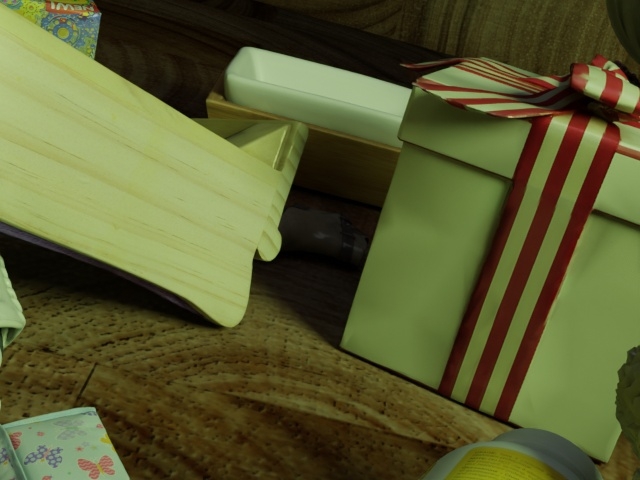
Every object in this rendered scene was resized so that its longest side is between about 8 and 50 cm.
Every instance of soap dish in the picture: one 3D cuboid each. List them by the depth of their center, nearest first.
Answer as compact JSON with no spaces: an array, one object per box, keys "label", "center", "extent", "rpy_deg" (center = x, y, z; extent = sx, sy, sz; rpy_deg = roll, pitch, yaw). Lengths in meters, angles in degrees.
[{"label":"soap dish","center":[0.010,-0.137,1.042],"extent":[0.291,0.118,0.229],"rpy_deg":[15,22,-5]}]

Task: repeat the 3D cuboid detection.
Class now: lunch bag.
[{"label":"lunch bag","center":[-0.137,0.120,0.397],"extent":[0.083,0.053,0.071],"rpy_deg":[-8,29,-28]}]

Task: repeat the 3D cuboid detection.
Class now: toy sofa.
[{"label":"toy sofa","center":[-0.187,-0.073,0.583],"extent":[0.150,0.177,0.363],"rpy_deg":[8,-13,41]}]

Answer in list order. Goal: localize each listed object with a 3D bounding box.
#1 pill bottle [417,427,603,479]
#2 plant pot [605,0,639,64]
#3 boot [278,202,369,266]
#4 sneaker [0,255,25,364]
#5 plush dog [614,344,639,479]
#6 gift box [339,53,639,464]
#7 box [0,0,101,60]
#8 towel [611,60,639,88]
[{"label":"pill bottle","center":[0.075,0.155,0.387],"extent":[0.103,0.103,0.184],"rpy_deg":[26,24,24]},{"label":"plant pot","center":[0.466,-0.211,0.852],"extent":[0.334,0.333,0.305],"rpy_deg":[17,43,2]},{"label":"boot","center":[0.000,0.000,0.809],"extent":[0.087,0.042,0.118],"rpy_deg":[27,30,6]},{"label":"sneaker","center":[-0.230,0.035,0.518],"extent":[0.095,0.090,0.235],"rpy_deg":[24,20,-21]},{"label":"plush dog","center":[0.232,0.187,0.349],"extent":[0.225,0.210,0.262],"rpy_deg":[33,-2,-31]},{"label":"gift box","center":[0.158,-0.022,0.674],"extent":[0.277,0.258,0.255],"rpy_deg":[21,21,10]},{"label":"box","center":[-0.389,-0.194,0.821],"extent":[0.290,0.176,0.279],"rpy_deg":[5,25,-26]},{"label":"towel","center":[0.283,-0.098,0.995],"extent":[0.037,0.237,0.329],"rpy_deg":[42,23,0]}]
